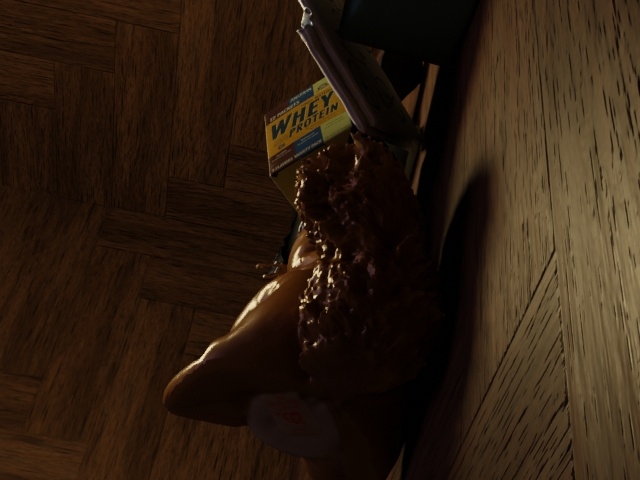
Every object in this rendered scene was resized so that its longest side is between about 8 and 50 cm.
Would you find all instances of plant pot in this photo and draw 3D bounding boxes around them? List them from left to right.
[{"bbox_3d":[0.142,-0.381,1.335,0.234,0.166,0.165,122,160,-66],"label":"plant pot"}]

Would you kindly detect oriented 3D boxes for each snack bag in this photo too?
[{"bbox_3d":[0.031,-0.294,1.488,0.342,0.037,0.323,61,-164,7],"label":"snack bag"}]

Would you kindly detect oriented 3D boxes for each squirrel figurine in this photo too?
[{"bbox_3d":[0.037,0.059,1.210,0.397,0.281,0.370,-57,7,45],"label":"squirrel figurine"}]

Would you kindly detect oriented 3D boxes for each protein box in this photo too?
[{"bbox_3d":[0.030,-0.105,1.464,0.199,0.136,0.201,53,-166,-29],"label":"protein box"}]

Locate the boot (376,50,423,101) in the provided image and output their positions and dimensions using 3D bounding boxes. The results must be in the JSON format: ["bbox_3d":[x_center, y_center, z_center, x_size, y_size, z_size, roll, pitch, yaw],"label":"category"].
[{"bbox_3d":[0.064,-0.244,1.874,0.280,0.096,0.264,-17,58,54],"label":"boot"}]

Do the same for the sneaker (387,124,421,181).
[{"bbox_3d":[0.090,-0.102,1.689,0.083,0.118,0.221,-85,7,-72],"label":"sneaker"}]

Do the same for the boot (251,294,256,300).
[{"bbox_3d":[-0.046,0.189,1.668,0.445,0.146,0.367,-35,26,55],"label":"boot"}]

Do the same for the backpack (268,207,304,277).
[{"bbox_3d":[0.000,0.000,2.424,0.263,0.213,0.276,158,130,-78],"label":"backpack"}]

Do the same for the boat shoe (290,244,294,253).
[{"bbox_3d":[0.018,0.006,1.756,0.095,0.084,0.258,64,157,6],"label":"boat shoe"}]
